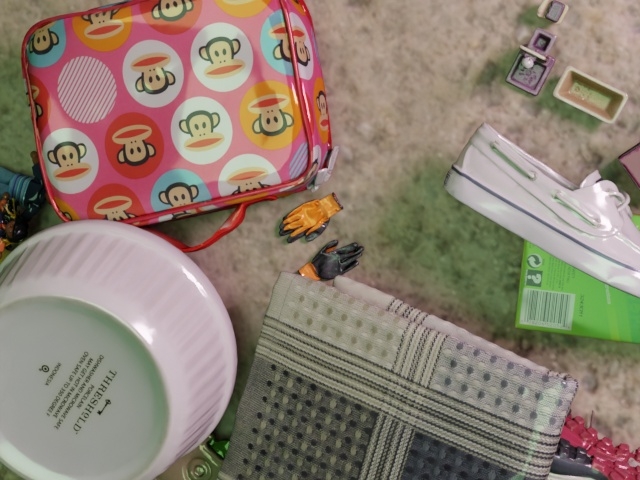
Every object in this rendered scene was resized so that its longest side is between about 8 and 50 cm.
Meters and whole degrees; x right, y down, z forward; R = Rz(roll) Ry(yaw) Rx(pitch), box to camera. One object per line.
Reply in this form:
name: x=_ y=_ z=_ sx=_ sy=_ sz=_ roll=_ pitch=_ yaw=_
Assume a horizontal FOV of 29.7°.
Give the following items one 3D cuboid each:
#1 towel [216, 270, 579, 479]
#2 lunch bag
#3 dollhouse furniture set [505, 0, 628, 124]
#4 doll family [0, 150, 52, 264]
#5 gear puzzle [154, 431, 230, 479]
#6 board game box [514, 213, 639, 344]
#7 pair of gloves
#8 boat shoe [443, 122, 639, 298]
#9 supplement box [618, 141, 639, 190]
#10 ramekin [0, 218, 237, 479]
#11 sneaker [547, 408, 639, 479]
towel: x=0.053 y=0.214 z=1.158 sx=0.324 sy=0.056 sz=0.312 roll=21 pitch=99 yaw=27
lunch bag: x=-0.138 y=-0.118 z=1.202 sx=0.293 sy=0.120 sz=0.258 roll=-9 pitch=94 yaw=14
dollhouse furniture set: x=0.239 y=-0.166 z=1.126 sx=0.114 sy=0.081 sz=0.091 roll=29 pitch=101 yaw=9
doll family: x=-0.334 y=0.000 z=1.284 sx=0.111 sy=0.076 sz=0.193 roll=12 pitch=99 yaw=25
gear puzzle: x=-0.124 y=0.292 z=1.283 sx=0.339 sy=0.044 sz=0.175 roll=41 pitch=105 yaw=10
board game box: x=0.322 y=0.039 z=1.149 sx=0.259 sy=0.039 sz=0.124 roll=7 pitch=95 yaw=16
pair of gloves: x=0.000 y=0.000 z=1.237 sx=0.074 sy=0.010 sz=0.083 roll=-27 pitch=90 yaw=14
boat shoe: x=0.239 y=-0.023 z=1.102 sx=0.258 sy=0.095 sz=0.084 roll=29 pitch=103 yaw=10
supplement box: x=0.308 y=-0.066 z=1.118 sx=0.043 sy=0.083 sz=0.055 roll=-34 pitch=88 yaw=15
ramekin: x=-0.226 y=0.125 z=1.176 sx=0.273 sy=0.127 sz=0.272 roll=4 pitch=110 yaw=11
sneaker: x=0.269 y=0.250 z=1.147 sx=0.299 sy=0.121 sz=0.112 roll=29 pitch=118 yaw=23
